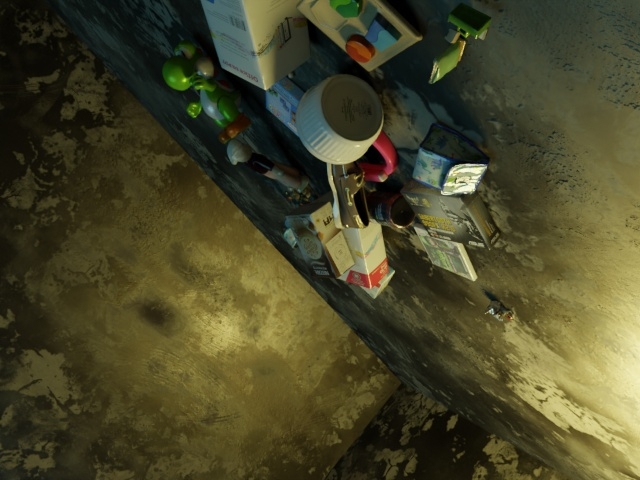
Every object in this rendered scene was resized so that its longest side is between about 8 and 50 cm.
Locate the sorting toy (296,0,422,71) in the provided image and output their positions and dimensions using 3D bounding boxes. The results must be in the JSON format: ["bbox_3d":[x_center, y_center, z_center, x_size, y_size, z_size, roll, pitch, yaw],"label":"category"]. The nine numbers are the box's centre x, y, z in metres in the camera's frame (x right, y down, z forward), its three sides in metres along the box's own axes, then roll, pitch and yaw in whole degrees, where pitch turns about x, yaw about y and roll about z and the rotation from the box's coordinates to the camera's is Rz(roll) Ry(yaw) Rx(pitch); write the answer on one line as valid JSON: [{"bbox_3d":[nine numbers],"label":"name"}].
[{"bbox_3d":[0.030,-0.457,0.968,0.307,0.041,0.229,34,170,-20],"label":"sorting toy"}]

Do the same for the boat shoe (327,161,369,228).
[{"bbox_3d":[0.083,-0.165,1.422,0.096,0.117,0.324,7,132,19],"label":"boat shoe"}]

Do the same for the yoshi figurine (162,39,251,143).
[{"bbox_3d":[-0.416,-0.507,1.718,0.362,0.203,0.203,56,-163,-14],"label":"yoshi figurine"}]

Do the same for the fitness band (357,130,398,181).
[{"bbox_3d":[0.101,-0.266,1.420,0.209,0.054,0.290,52,162,-29],"label":"fitness band"}]

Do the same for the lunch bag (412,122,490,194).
[{"bbox_3d":[0.293,-0.170,1.110,0.151,0.096,0.129,25,159,13],"label":"lunch bag"}]

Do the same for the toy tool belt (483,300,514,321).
[{"bbox_3d":[0.566,0.234,1.570,0.083,0.051,0.052,39,165,18],"label":"toy tool belt"}]

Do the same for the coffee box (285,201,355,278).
[{"bbox_3d":[0.000,0.000,1.690,0.141,0.098,0.247,-1,119,50],"label":"coffee box"}]

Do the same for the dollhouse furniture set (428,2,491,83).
[{"bbox_3d":[0.240,-0.325,0.839,0.058,0.076,0.152,40,164,17],"label":"dollhouse furniture set"}]

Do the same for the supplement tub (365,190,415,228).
[{"bbox_3d":[0.197,-0.100,1.524,0.106,0.106,0.198,51,164,-26],"label":"supplement tub"}]

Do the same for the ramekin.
[{"bbox_3d":[0.052,-0.297,1.183,0.207,0.207,0.109,46,156,-10],"label":"ramekin"}]

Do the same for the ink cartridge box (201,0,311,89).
[{"bbox_3d":[-0.145,-0.506,1.125,0.171,0.168,0.233,35,155,27],"label":"ink cartridge box"}]

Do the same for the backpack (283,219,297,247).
[{"bbox_3d":[-0.085,-0.058,2.225,0.144,0.188,0.166,43,166,3],"label":"backpack"}]

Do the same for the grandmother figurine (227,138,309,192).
[{"bbox_3d":[-0.214,-0.287,1.884,0.207,0.104,0.342,3,163,47],"label":"grandmother figurine"}]

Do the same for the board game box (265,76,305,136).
[{"bbox_3d":[-0.105,-0.429,1.543,0.160,0.039,0.211,42,165,6],"label":"board game box"}]

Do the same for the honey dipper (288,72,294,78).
[{"bbox_3d":[-0.093,-0.497,1.341,0.030,0.030,0.161,38,166,20],"label":"honey dipper"}]

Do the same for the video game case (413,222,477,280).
[{"bbox_3d":[0.390,0.035,1.545,0.173,0.022,0.190,26,157,50],"label":"video game case"}]

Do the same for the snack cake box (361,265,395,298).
[{"bbox_3d":[0.225,0.150,2.177,0.152,0.089,0.264,42,165,12],"label":"snack cake box"}]

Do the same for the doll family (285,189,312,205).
[{"bbox_3d":[-0.058,-0.164,2.074,0.193,0.076,0.111,41,164,-13],"label":"doll family"}]

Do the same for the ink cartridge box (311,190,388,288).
[{"bbox_3d":[0.105,-0.004,1.768,0.226,0.131,0.306,18,132,40],"label":"ink cartridge box"}]

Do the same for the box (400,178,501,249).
[{"bbox_3d":[0.341,-0.074,1.307,0.183,0.056,0.231,51,164,-27],"label":"box"}]
